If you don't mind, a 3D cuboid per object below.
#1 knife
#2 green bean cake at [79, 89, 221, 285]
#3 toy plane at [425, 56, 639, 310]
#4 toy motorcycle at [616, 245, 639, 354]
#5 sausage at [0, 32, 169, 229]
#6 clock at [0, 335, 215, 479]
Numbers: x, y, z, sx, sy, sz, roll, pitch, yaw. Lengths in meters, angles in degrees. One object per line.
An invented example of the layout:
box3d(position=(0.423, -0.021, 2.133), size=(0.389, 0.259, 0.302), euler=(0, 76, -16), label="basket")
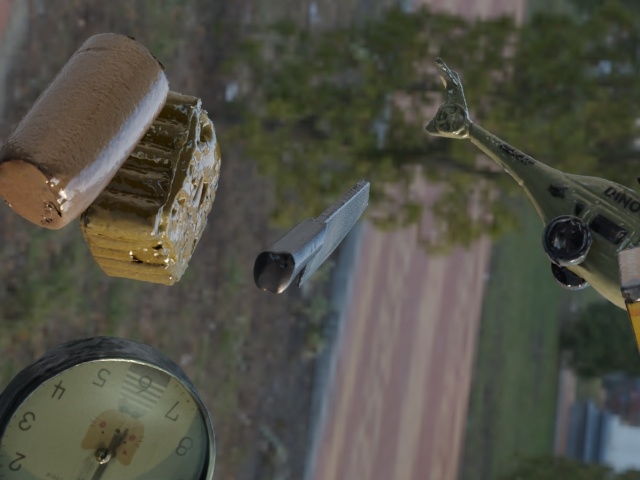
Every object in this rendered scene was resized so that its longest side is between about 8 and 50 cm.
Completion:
box3d(position=(0.000, 0.000, 1.189), size=(0.230, 0.028, 0.060), euler=(-43, 151, -64), label="knife")
box3d(position=(-0.218, -0.072, 2.131), size=(0.224, 0.131, 0.229), euler=(78, 27, -68), label="green bean cake")
box3d(position=(0.187, -0.034, 1.241), size=(0.108, 0.286, 0.092), euler=(-52, 158, -4), label="toy plane")
box3d(position=(0.302, 0.046, 0.839), size=(0.091, 0.263, 0.157), euler=(-70, 143, -68), label="toy motorcycle")
box3d(position=(-0.272, -0.118, 1.796), size=(0.253, 0.123, 0.123), euler=(-60, 153, -45), label="sausage")
box3d(position=(-0.212, 0.206, 1.553), size=(0.049, 0.226, 0.226), euler=(-145, -126, -66), label="clock")
